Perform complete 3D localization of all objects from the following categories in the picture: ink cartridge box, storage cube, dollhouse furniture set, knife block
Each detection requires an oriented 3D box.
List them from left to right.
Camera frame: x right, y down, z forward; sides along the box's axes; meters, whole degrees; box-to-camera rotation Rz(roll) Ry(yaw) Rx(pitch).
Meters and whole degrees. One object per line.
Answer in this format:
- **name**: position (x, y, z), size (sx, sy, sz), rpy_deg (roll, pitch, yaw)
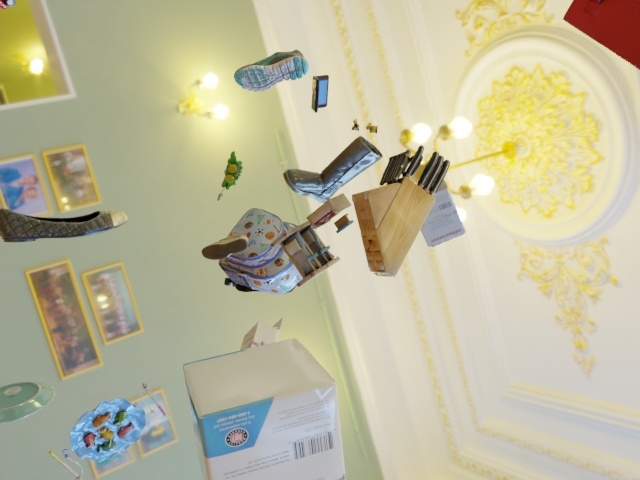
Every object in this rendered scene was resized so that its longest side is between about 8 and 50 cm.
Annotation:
- **ink cartridge box**: position (-0.154, 0.267, 1.401), size (0.104, 0.062, 0.181), rpy_deg (-47, -157, 49)
- **ink cartridge box**: position (-0.086, 0.327, 0.905), size (0.197, 0.198, 0.269), rpy_deg (-152, -126, -67)
- **dollhouse furniture set**: position (0.000, 0.000, 1.409), size (0.184, 0.129, 0.129), rpy_deg (-37, -94, 35)
- **knife block**: position (0.207, -0.074, 1.359), size (0.088, 0.242, 0.275), rpy_deg (175, -99, -70)
- **ink cartridge box**: position (0.359, -0.083, 1.814), size (0.072, 0.128, 0.175), rpy_deg (-91, 155, -60)
- **storage cube**: position (0.600, -0.438, 1.046), size (0.193, 0.215, 0.183), rpy_deg (46, -40, 23)

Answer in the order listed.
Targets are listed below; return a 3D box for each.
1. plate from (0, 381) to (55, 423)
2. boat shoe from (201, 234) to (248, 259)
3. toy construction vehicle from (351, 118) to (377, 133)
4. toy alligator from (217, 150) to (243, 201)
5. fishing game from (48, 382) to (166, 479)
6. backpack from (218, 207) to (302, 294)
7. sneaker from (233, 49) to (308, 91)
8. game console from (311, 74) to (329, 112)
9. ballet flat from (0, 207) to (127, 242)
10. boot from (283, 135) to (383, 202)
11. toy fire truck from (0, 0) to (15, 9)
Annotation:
- **plate**: position (-0.740, 0.380, 1.400), size (0.188, 0.188, 0.024), rpy_deg (20, -61, 55)
- **boat shoe**: position (-0.261, 0.018, 1.617), size (0.045, 0.136, 0.050), rpy_deg (-82, 158, -66)
- **toy construction vehicle**: position (0.148, -0.383, 1.944), size (0.098, 0.086, 0.035), rpy_deg (-81, 175, -69)
- **toy alligator**: position (-0.292, -0.206, 1.922), size (0.056, 0.051, 0.189), rpy_deg (-108, -146, -54)
- **fishing game**: position (-0.512, 0.467, 1.425), size (0.041, 0.264, 0.189), rpy_deg (35, -30, 45)
- **backpack**: position (-0.161, 0.037, 1.835), size (0.264, 0.276, 0.213), rpy_deg (20, -23, 27)
- **sneaker**: position (-0.108, -0.379, 1.289), size (0.076, 0.167, 0.065), rpy_deg (-95, 173, -47)
- **game console**: position (0.006, -0.540, 2.149), size (0.107, 0.071, 0.122), rpy_deg (-117, -154, -61)
- **ballet flat**: position (-0.368, -0.029, 0.840), size (0.057, 0.173, 0.049), rpy_deg (-163, -112, -64)
- **boot**: position (0.033, -0.191, 1.499), size (0.209, 0.190, 0.076), rpy_deg (-34, -120, 31)
- **toy fire truck**: position (-0.630, -0.580, 1.183), size (0.047, 0.192, 0.135), rpy_deg (50, 2, 33)
